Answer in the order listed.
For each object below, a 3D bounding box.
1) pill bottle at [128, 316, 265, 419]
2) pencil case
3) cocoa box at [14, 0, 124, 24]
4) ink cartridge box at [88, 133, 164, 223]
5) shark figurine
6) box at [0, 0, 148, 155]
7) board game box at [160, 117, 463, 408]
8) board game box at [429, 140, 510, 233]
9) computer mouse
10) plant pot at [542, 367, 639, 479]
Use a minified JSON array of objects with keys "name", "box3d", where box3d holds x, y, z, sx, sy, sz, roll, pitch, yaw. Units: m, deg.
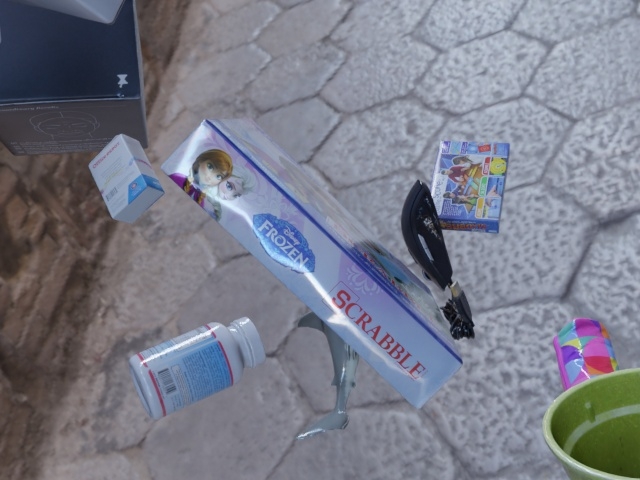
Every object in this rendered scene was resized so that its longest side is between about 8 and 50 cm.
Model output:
[{"name":"pill bottle","box3d":[-0.155,0.158,1.036,0.160,0.087,0.087,-21,29,-22]},{"name":"pencil case","box3d":[0.440,0.238,1.315,0.104,0.104,0.236,-18,38,19]},{"name":"cocoa box","box3d":[-0.327,-0.397,0.744,0.231,0.347,0.228,23,86,38]},{"name":"ink cartridge box","box3d":[-0.330,-0.105,1.380,0.088,0.052,0.122,-39,65,18]},{"name":"shark figurine","box3d":[0.011,0.172,1.325,0.116,0.278,0.166,4,12,19]},{"name":"box","box3d":[-0.497,-0.314,1.591,0.293,0.212,0.395,-4,-5,-11]},{"name":"board game box","box3d":[0.000,0.000,0.866,0.066,0.318,0.318,-46,5,7]},{"name":"board game box","box3d":[0.274,-0.103,1.511,0.136,0.035,0.201,5,52,17]},{"name":"computer mouse","box3d":[0.179,0.039,1.298,0.060,0.262,0.184,-17,13,1]},{"name":"plant pot","box3d":[0.445,0.339,1.048,0.276,0.254,0.276,-12,16,4]}]
